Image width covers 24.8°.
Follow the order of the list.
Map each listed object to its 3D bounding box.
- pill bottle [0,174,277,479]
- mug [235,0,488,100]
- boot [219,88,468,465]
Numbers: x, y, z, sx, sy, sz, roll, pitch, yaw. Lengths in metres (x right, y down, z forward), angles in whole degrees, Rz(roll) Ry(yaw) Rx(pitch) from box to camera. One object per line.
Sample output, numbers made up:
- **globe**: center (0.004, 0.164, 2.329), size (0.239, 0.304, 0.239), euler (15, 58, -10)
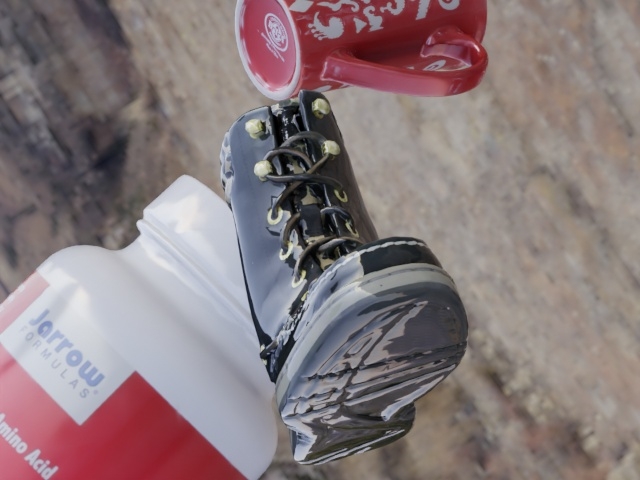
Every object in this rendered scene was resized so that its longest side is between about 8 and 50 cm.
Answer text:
- **pill bottle**: center (-0.183, 0.154, 1.070), size (0.229, 0.407, 0.229), euler (43, 172, 8)
- **mug**: center (0.038, -0.167, 1.108), size (0.150, 0.169, 0.113), euler (20, 121, 54)
- **boot**: center (-0.002, 0.001, 0.708), size (0.236, 0.085, 0.178), euler (100, 156, -68)
